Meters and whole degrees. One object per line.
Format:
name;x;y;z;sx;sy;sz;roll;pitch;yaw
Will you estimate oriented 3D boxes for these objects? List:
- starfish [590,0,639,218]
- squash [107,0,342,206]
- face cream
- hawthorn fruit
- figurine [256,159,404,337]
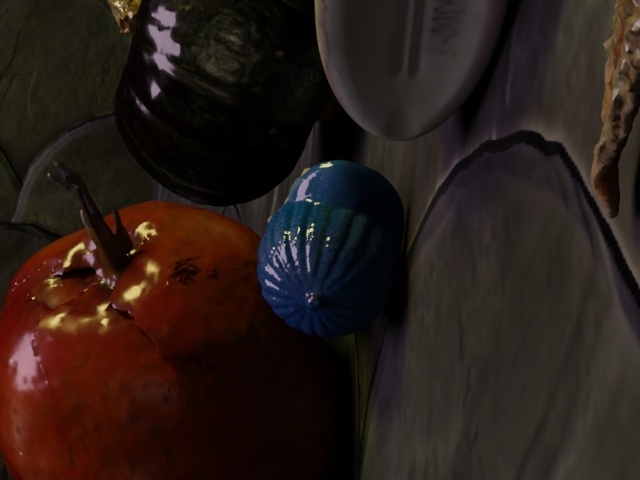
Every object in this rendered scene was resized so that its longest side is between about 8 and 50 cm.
starfish;0.107;-0.094;0.343;0.231;0.048;0.295;-99;16;-50
squash;-0.056;-0.116;0.936;0.193;0.156;0.193;-42;35;39
face cream;0.028;-0.228;0.707;0.173;0.081;0.348;93;174;-51
hawthorn fruit;-0.099;0.066;0.862;0.211;0.211;0.299;-101;-4;-55
figurine;0.000;0.000;0.806;0.086;0.087;0.149;58;176;-11
